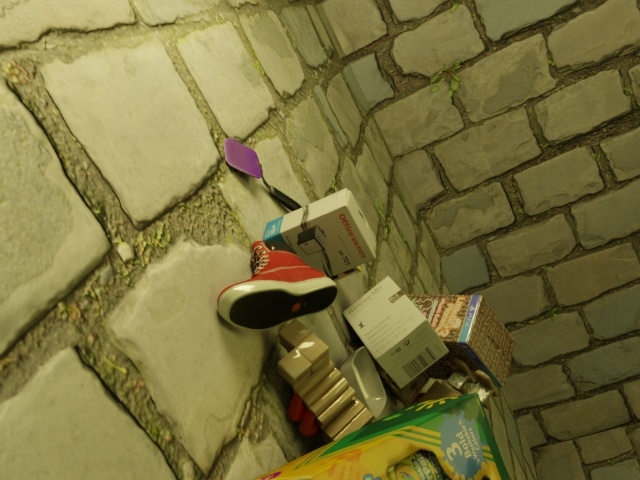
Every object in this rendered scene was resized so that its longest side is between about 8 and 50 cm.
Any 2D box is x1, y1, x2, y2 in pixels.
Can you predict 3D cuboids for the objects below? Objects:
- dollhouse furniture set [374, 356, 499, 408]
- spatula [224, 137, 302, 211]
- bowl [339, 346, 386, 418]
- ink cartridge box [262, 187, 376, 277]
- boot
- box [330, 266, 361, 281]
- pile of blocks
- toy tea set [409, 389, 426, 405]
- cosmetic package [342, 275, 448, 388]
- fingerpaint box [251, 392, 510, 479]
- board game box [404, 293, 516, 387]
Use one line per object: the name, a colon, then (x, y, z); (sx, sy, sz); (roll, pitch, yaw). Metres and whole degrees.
dollhouse furniture set: (0.269, 0.369, 1.482); (0.242, 0.212, 0.161); (24, -26, 50)
spatula: (-0.112, -0.125, 1.307); (0.296, 0.030, 0.084); (43, 28, -51)
bowl: (0.087, 0.315, 1.322); (0.142, 0.053, 0.142); (69, 18, 0)
ink cartridge box: (0.000, 0.000, 1.221); (0.139, 0.191, 0.082); (59, 20, -23)
boot: (-0.108, 0.064, 1.045); (0.244, 0.088, 0.176); (-4, 36, -47)
box: (0.009, 0.018, 1.396); (0.232, 0.087, 0.058); (43, 30, -50)
pile of blocks: (0.009, 0.317, 1.063); (0.113, 0.149, 0.362); (-37, 97, -27)
toy tea set: (0.338, 0.580, 1.693); (0.200, 0.124, 0.336); (-1, 71, -39)
cosmetic package: (0.179, 0.219, 1.448); (0.151, 0.151, 0.183); (52, -1, -40)
fingerpaint box: (0.147, 0.494, 0.867); (0.371, 0.163, 0.444); (-9, 76, -41)
board game box: (0.333, 0.265, 1.621); (0.232, 0.291, 0.141); (47, 55, -34)
